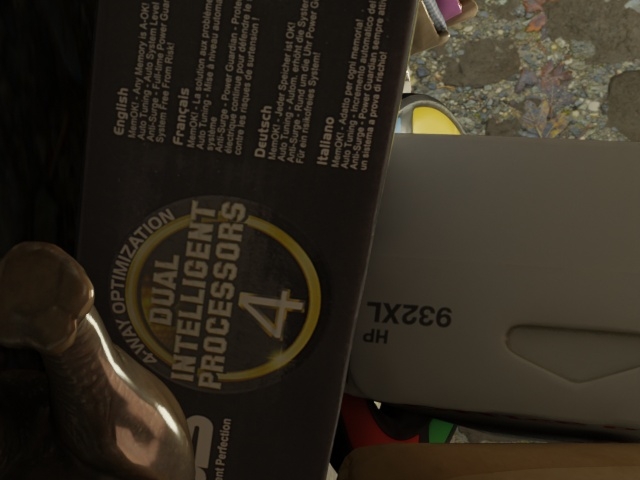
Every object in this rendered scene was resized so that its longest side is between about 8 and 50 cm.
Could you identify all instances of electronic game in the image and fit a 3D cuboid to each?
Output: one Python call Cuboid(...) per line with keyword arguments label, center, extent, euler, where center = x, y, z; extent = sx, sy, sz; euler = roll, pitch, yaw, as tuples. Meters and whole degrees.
Cuboid(label="electronic game", center=(0.048, 0.031, 0.908), extent=(0.229, 0.048, 0.229), euler=(-19, 111, -62))

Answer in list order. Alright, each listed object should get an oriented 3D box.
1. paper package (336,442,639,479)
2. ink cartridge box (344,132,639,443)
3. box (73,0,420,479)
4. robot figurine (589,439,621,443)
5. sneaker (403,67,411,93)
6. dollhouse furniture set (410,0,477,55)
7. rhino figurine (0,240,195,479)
Cuboid(label="paper package", center=(0.147, 0.239, 0.581), extent=(0.168, 0.325, 0.309), euler=(38, -62, 56))
Cuboid(label="ink cartridge box", center=(0.164, 0.041, 0.825), extent=(0.307, 0.223, 0.129), euler=(28, 67, -69))
Cuboid(label="box", center=(-0.009, -0.114, 0.555), extent=(0.318, 0.097, 0.395), euler=(-87, -174, -62))
Cuboid(label="robot figurine", center=(0.071, 0.220, 0.800), extent=(0.300, 0.200, 0.353), euler=(-57, 162, 7))
Cuboid(label="sneaker", center=(-0.006, -0.053, 0.948), extent=(0.118, 0.110, 0.292), euler=(18, 66, -73))
Cuboid(label="dollhouse furniture set", center=(0.097, -0.264, 1.042), extent=(0.286, 0.198, 0.303), euler=(62, 3, -22))
Cuboid(label="rhino figurine", center=(-0.066, 0.131, 0.371), extent=(0.106, 0.073, 0.243), euler=(60, 27, -68))
